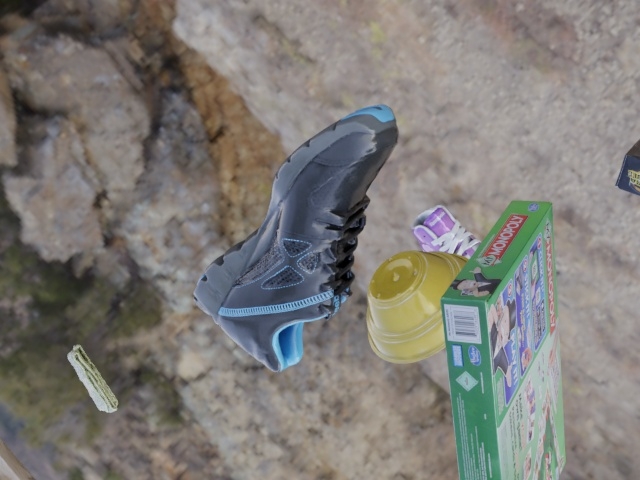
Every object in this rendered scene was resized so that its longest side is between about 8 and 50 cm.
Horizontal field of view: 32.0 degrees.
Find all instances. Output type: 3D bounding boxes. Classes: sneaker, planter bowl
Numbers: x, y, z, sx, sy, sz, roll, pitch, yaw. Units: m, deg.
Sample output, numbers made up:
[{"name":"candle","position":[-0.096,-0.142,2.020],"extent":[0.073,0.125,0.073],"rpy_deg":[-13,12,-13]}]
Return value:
[{"name":"sneaker","position":[0.246,0.025,1.920],"extent":[0.161,0.102,0.282],"rpy_deg":[54,165,-30]},{"name":"planter bowl","position":[0.143,0.082,1.795],"extent":[0.217,0.217,0.090],"rpy_deg":[12,152,52]},{"name":"sneaker","position":[0.000,0.000,1.189],"extent":[0.140,0.125,0.341],"rpy_deg":[48,128,15]}]

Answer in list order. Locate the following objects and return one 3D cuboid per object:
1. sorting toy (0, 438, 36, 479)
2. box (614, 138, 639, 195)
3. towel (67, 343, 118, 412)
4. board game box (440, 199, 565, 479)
[{"name":"sorting toy","position":[-0.416,0.398,1.319],"extent":[0.257,0.255,0.089],"rpy_deg":[37,-167,33]},{"name":"box","position":[0.682,-0.114,1.887],"extent":[0.295,0.293,0.073],"rpy_deg":[21,119,21]},{"name":"towel","position":[-0.330,0.201,1.610],"extent":[0.110,0.027,0.148],"rpy_deg":[57,165,-1]},{"name":"board game box","position":[0.187,0.147,1.095],"extent":[0.046,0.213,0.317],"rpy_deg":[4,117,26]}]
